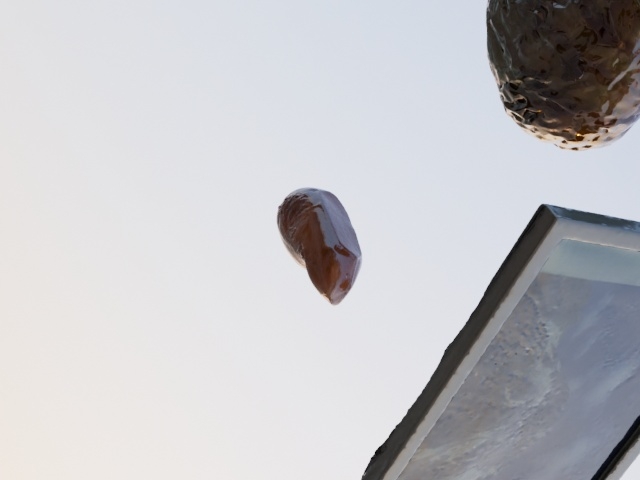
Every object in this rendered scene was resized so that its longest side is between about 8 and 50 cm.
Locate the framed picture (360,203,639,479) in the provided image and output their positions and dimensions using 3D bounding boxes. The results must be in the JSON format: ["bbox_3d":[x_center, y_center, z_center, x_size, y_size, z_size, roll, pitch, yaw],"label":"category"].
[{"bbox_3d":[0.142,0.100,0.907,0.281,0.209,0.019,-61,-141,29],"label":"framed picture"}]

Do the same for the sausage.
[{"bbox_3d":[0.000,0.000,1.771,0.179,0.089,0.089,-116,-156,-44],"label":"sausage"}]

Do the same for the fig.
[{"bbox_3d":[0.261,-0.277,1.732,0.369,0.286,0.286,32,-36,9],"label":"fig"}]
